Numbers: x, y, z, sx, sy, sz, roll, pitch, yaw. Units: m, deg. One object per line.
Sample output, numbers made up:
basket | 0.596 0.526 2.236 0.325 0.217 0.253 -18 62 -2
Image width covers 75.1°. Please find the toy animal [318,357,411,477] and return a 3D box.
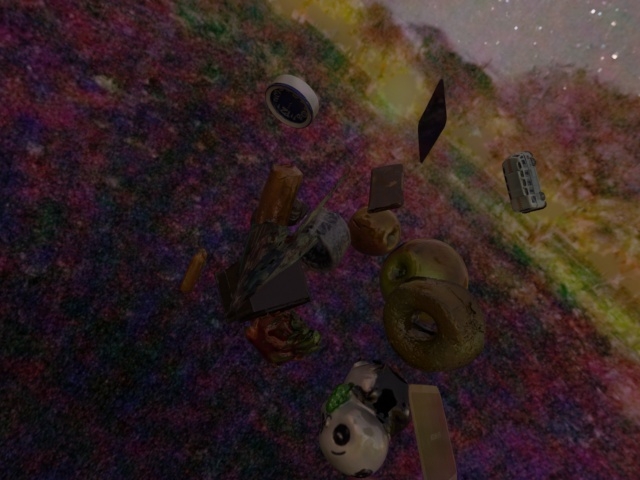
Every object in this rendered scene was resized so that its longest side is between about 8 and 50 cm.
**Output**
toy animal | 0.103 0.441 1.050 0.212 0.213 0.266 44 61 10

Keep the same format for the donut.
donut | 0.269 0.217 1.065 0.107 0.272 0.272 -7 50 -46

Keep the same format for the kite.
kite | -0.068 0.014 0.781 0.014 0.368 0.406 42 6 12

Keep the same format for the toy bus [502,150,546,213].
toy bus | 0.629 -0.182 1.302 0.088 0.087 0.194 -8 84 -34

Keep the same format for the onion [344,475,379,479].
onion | 0.112 1.044 1.539 0.345 0.358 0.358 41 23 -5

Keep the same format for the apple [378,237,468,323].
apple | 0.387 0.155 1.607 0.339 0.340 0.340 33 24 -16

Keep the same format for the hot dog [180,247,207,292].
hot dog | -0.570 0.142 1.895 0.068 0.250 0.100 29 30 -6

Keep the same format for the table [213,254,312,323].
table | -0.165 0.134 1.187 0.193 0.169 0.173 -8 75 -41

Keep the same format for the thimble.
thimble | 0.000 0.000 1.614 0.216 0.246 0.157 25 57 11

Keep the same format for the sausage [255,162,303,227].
sausage | -0.127 -0.088 1.196 0.108 0.271 0.109 13 32 -8

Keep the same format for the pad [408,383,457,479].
pad | 0.204 0.349 0.742 0.266 0.002 0.176 35 43 -58

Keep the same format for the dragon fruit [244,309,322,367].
dragon fruit | -0.116 0.288 1.332 0.198 0.269 0.200 21 48 -51

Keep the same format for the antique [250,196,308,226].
antique | -0.154 -0.093 1.487 0.121 0.256 0.144 49 50 -28

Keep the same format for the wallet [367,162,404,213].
wallet | 0.172 -0.138 1.088 0.176 0.095 0.026 -79 152 -46

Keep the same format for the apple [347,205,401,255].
apple | 0.272 -0.043 2.037 0.264 0.264 0.264 33 24 -16

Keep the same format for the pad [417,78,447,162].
pad | 0.373 -0.396 1.407 0.004 0.267 0.181 3 71 -4

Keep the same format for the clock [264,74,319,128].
clock | -0.121 -0.590 1.774 0.230 0.230 0.083 34 67 -13
